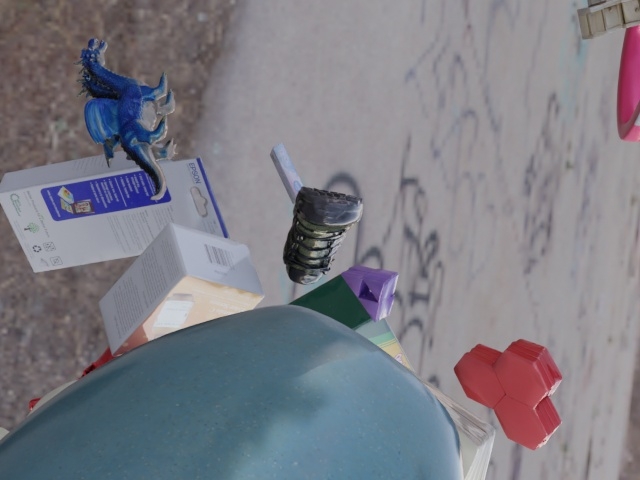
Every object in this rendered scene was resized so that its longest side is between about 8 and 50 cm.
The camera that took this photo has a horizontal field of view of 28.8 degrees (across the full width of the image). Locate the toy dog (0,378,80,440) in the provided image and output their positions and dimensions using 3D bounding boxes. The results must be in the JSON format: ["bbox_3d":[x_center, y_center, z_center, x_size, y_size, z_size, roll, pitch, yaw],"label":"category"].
[{"bbox_3d":[-0.322,0.380,1.568,0.408,0.284,0.395,101,0,-46],"label":"toy dog"}]

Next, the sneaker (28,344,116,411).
[{"bbox_3d":[-0.355,0.229,1.843,0.087,0.128,0.221,38,-68,61],"label":"sneaker"}]

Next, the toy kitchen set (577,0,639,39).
[{"bbox_3d":[0.324,-0.258,1.320,0.083,0.075,0.068,-23,105,-36],"label":"toy kitchen set"}]

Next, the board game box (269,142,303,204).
[{"bbox_3d":[-0.051,-0.104,1.957,0.090,0.020,0.090,65,-6,1],"label":"board game box"}]

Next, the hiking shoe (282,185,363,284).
[{"bbox_3d":[0.000,0.000,1.558,0.227,0.086,0.114,123,-23,-83],"label":"hiking shoe"}]

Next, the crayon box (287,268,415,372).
[{"bbox_3d":[-0.016,0.232,1.997,0.106,0.313,0.363,59,0,32],"label":"crayon box"}]

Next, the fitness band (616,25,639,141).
[{"bbox_3d":[0.440,-0.244,1.631,0.291,0.054,0.209,86,11,-74],"label":"fitness band"}]

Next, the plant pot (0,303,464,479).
[{"bbox_3d":[-0.029,0.153,0.711,0.195,0.290,0.290,-52,153,-20],"label":"plant pot"}]

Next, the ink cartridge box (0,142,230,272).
[{"bbox_3d":[-0.315,-0.053,1.931,0.065,0.332,0.165,-84,162,-53],"label":"ink cartridge box"}]

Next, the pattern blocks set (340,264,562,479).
[{"bbox_3d":[0.059,0.161,0.948,0.026,0.285,0.325,-34,136,-36],"label":"pattern blocks set"}]

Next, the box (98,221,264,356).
[{"bbox_3d":[-0.179,0.076,1.598,0.130,0.170,0.091,17,38,-40],"label":"box"}]

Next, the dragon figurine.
[{"bbox_3d":[-0.284,-0.160,1.778,0.085,0.144,0.289,75,8,-64],"label":"dragon figurine"}]
